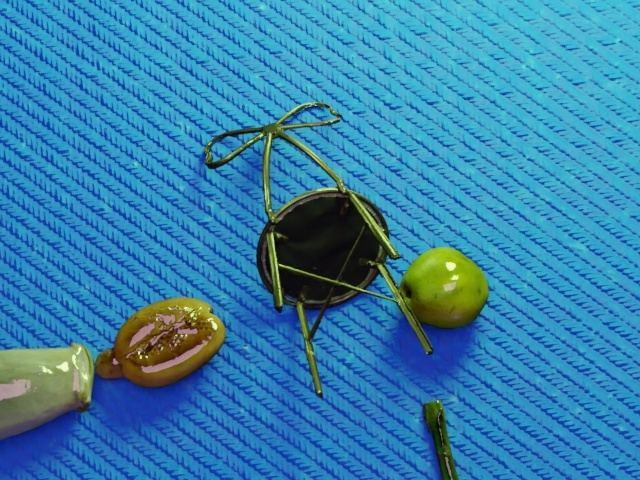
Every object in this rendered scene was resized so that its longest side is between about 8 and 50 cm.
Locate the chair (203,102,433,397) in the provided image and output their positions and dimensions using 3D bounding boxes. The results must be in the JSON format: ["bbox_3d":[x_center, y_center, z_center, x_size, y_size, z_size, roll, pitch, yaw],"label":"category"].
[{"bbox_3d":[0.000,0.000,1.764,0.159,0.170,0.326,-24,33,-2],"label":"chair"}]

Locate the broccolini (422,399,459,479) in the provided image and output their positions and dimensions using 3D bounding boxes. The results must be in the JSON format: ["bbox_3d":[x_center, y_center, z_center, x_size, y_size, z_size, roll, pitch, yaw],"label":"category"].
[{"bbox_3d":[0.157,0.287,1.731,0.071,0.057,0.254,-6,75,-46],"label":"broccolini"}]

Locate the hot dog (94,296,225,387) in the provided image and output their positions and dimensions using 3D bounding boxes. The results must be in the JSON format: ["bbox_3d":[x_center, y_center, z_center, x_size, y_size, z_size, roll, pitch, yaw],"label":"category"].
[{"bbox_3d":[-0.171,0.114,1.772,0.140,0.060,0.090,-31,74,-15],"label":"hot dog"}]

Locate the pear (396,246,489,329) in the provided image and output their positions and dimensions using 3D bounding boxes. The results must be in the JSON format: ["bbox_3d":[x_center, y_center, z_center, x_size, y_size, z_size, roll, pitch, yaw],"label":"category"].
[{"bbox_3d":[0.129,0.054,1.772,0.097,0.092,0.092,-27,77,-8],"label":"pear"}]

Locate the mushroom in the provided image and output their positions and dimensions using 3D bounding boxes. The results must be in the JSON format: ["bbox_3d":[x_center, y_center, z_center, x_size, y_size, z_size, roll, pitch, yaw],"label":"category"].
[{"bbox_3d":[-0.398,0.197,1.729,0.351,0.097,0.109,-28,75,-10],"label":"mushroom"}]
